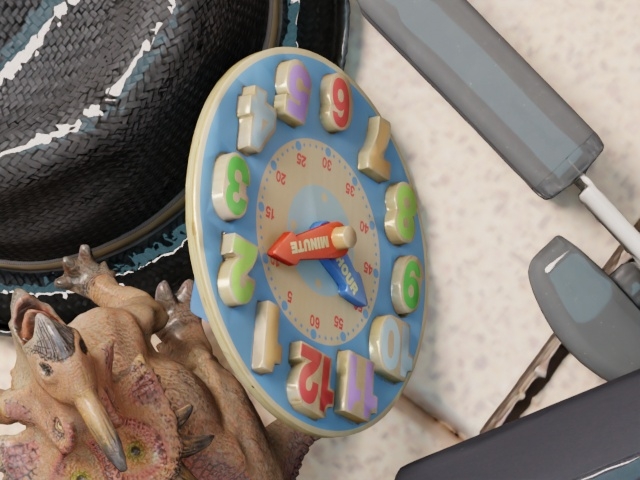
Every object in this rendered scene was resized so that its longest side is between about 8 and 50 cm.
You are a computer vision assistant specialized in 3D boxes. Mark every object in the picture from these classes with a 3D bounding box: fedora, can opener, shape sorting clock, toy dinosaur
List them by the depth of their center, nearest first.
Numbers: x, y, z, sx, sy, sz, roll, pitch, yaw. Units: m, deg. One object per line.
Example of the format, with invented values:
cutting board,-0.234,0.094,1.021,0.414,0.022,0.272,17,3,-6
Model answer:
toy dinosaur,-0.080,0.104,0.958,0.295,0.200,0.127,24,100,-42
shape sorting clock,0.000,0.000,1.000,0.040,0.206,0.206,-6,88,36
fedora,-0.145,-0.109,1.020,0.334,0.152,0.334,0,88,1
can opener,0.115,-0.040,1.051,0.093,0.074,0.280,-39,88,1

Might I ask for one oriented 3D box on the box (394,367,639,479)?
box,0.248,0.209,0.956,0.343,0.179,0.313,-23,96,8
